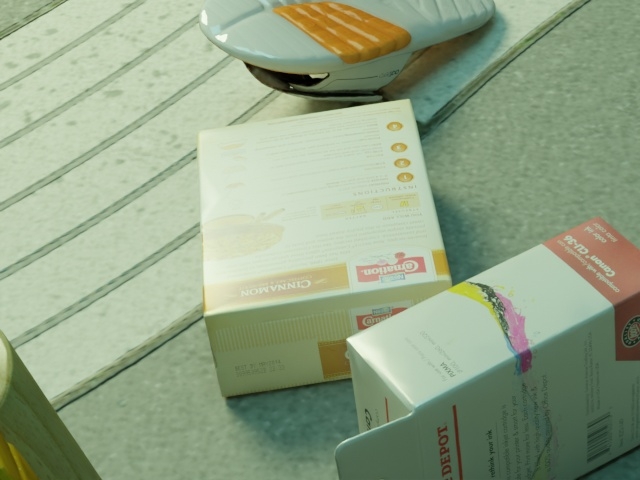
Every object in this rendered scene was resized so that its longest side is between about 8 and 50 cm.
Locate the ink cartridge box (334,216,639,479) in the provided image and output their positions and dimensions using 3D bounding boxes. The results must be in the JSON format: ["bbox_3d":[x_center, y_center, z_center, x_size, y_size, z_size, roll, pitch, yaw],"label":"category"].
[{"bbox_3d":[0.083,0.083,0.824,0.198,0.115,0.067,-24,42,-19],"label":"ink cartridge box"}]

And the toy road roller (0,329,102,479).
[{"bbox_3d":[-0.187,0.204,0.673,0.240,0.202,0.329,-28,42,-5],"label":"toy road roller"}]

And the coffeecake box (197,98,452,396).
[{"bbox_3d":[0.000,0.000,0.981,0.142,0.068,0.185,-8,39,1],"label":"coffeecake box"}]

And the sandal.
[{"bbox_3d":[0.025,-0.139,1.156,0.265,0.076,0.102,-15,49,-41],"label":"sandal"}]
